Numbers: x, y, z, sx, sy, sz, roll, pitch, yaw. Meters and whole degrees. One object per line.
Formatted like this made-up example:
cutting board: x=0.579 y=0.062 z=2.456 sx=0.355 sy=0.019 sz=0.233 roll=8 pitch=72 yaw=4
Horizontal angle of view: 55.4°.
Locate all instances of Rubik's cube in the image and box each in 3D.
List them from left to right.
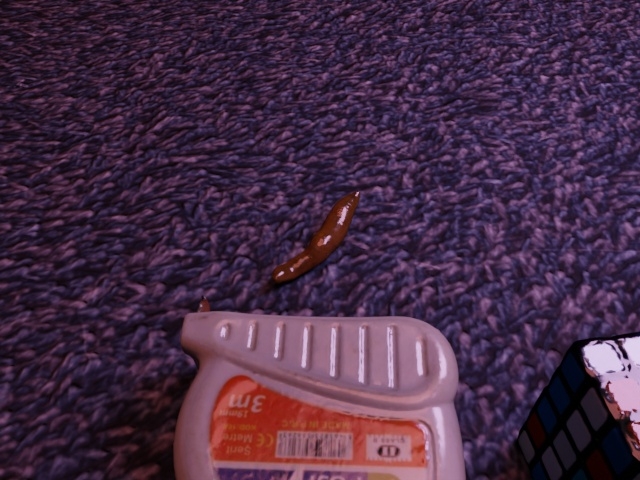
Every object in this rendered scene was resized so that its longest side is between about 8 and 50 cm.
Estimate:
Rubik's cube: x=0.302 y=0.194 z=0.515 sx=0.186 sy=0.184 sz=0.182 roll=-8 pitch=49 yaw=-7

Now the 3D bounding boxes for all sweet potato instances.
sweet potato: x=0.003 y=0.000 z=0.773 sx=0.044 sy=0.044 sz=0.179 roll=28 pitch=59 yaw=21

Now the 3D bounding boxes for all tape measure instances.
tape measure: x=-0.005 y=0.180 z=0.556 sx=0.257 sy=0.130 sz=0.265 roll=1 pitch=53 yaw=3
